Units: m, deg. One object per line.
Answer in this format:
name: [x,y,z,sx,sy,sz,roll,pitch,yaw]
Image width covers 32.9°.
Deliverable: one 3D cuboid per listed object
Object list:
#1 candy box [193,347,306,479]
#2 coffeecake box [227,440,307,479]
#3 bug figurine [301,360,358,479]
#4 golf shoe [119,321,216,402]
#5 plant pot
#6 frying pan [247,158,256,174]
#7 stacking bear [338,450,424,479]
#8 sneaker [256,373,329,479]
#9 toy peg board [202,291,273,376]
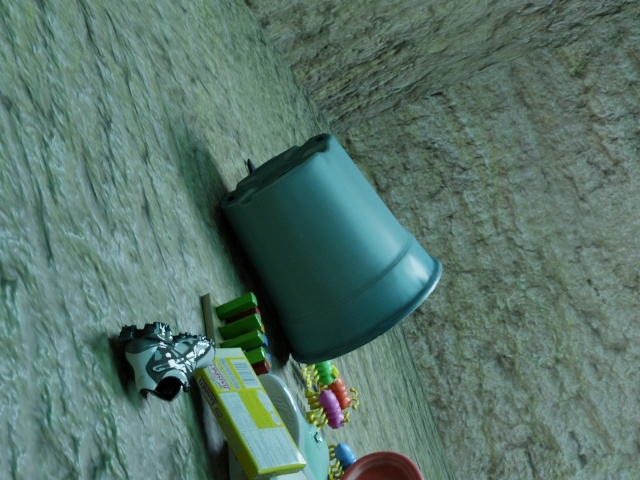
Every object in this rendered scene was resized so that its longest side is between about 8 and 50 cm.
candy box: [-0.106,0.238,1.512,0.105,0.027,0.206,4,46,-50]
coffeecake box: [-0.068,0.379,1.526,0.185,0.068,0.142,-100,164,-51]
bug figurine: [0.026,0.328,2.108,0.279,0.072,0.216,-98,168,-53]
golf shoe: [-0.191,0.161,1.368,0.198,0.077,0.094,27,52,-65]
plant pot: [0.000,0.000,2.060,0.334,0.341,0.341,57,12,-13]
frying pan: [-0.083,-0.011,2.370,0.197,0.053,0.326,56,18,-52]
stacking bear: [0.141,0.555,2.052,0.164,0.175,0.289,-80,158,-55]
sneaker: [-0.054,0.300,1.698,0.151,0.094,0.256,-73,148,-68]
toy peg board: [-0.110,0.176,1.711,0.161,0.079,0.161,57,15,-46]
